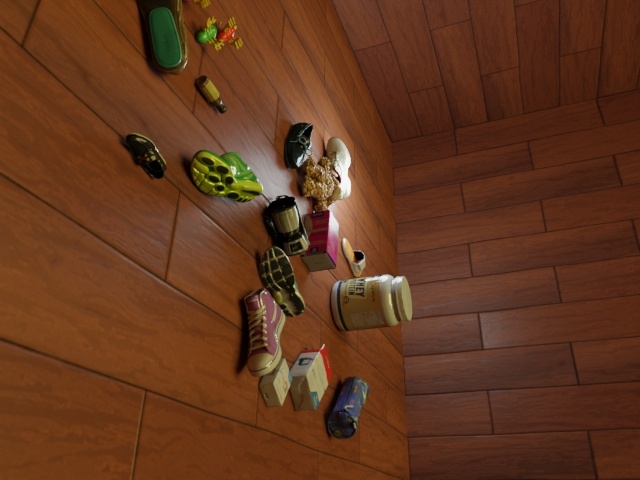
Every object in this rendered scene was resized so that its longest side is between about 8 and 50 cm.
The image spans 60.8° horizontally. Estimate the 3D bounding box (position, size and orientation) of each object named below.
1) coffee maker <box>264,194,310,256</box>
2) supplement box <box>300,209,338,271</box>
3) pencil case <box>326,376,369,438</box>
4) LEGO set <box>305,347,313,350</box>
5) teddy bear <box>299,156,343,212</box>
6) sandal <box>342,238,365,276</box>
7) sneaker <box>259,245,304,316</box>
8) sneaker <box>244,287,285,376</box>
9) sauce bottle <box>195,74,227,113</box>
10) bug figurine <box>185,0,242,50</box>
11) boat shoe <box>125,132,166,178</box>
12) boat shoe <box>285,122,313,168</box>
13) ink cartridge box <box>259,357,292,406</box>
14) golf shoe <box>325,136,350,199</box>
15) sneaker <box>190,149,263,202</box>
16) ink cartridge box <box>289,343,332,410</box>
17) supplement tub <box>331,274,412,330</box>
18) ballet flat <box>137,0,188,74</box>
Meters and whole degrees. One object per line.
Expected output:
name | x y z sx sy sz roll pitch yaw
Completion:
coffee maker | -0.104 -0.054 1.887 0.171 0.120 0.178 -63 140 -61
supplement box | 0.000 0.000 2.176 0.114 0.111 0.220 59 28 -46
pencil case | 0.114 0.658 2.178 0.306 0.119 0.133 -47 148 -68
LEGO set | -0.038 0.423 2.014 0.083 0.023 0.054 51 30 -32
teddy bear | 0.008 -0.232 2.314 0.338 0.113 0.245 54 35 -53
sandal | 0.178 0.087 2.706 0.265 0.076 0.102 61 27 -45
sneaker | -0.132 0.130 1.799 0.110 0.107 0.275 -106 180 -56
sneaker | -0.183 0.248 1.566 0.282 0.102 0.161 -89 158 -58
sauce bottle | -0.313 -0.419 1.579 0.128 0.042 0.042 58 29 -54
bug figurine | -0.329 -0.691 1.614 0.216 0.072 0.279 -65 147 -49
boat shoe | -0.391 -0.190 1.228 0.133 0.049 0.042 61 19 -55
boat shoe | -0.081 -0.391 2.161 0.109 0.089 0.258 59 29 -48
ink cartridge box | -0.135 0.434 1.668 0.122 0.052 0.088 -62 139 -59
golf shoe | 0.073 -0.349 2.561 0.140 0.115 0.306 14 67 -66
sneaker | -0.273 -0.190 1.528 0.123 0.109 0.295 63 14 21
ink cartridge box | -0.033 0.472 1.905 0.231 0.078 0.134 -46 126 -67
supplement tub | 0.225 0.271 2.382 0.228 0.316 0.228 -10 90 -72
ballet flat | -0.388 -0.581 1.359 0.124 0.116 0.342 -113 -168 -84
